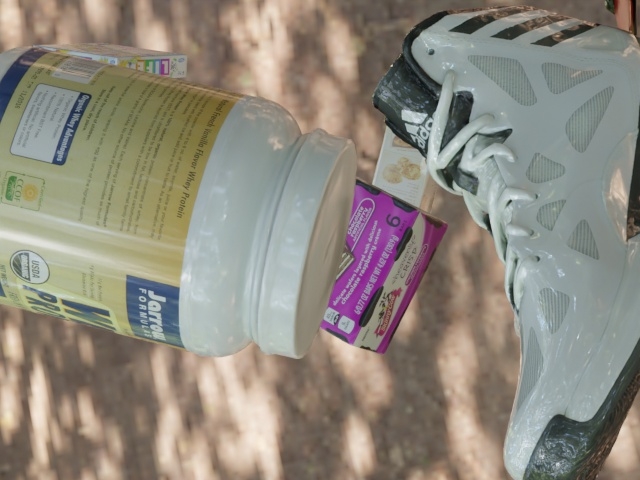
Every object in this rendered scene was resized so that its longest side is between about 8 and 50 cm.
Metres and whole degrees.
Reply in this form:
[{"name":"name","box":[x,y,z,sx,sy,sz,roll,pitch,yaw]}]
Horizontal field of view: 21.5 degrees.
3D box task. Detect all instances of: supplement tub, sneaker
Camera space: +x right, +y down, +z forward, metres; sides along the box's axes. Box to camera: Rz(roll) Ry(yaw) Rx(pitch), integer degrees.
[{"name":"supplement tub","box":[-0.144,-0.028,1.449,0.228,0.316,0.228,13,-90,-80]},{"name":"sneaker","box":[0.139,-0.012,1.265,0.169,0.257,0.447,102,-171,-48]}]

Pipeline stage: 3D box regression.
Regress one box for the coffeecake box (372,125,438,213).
[{"name":"coffeecake box","box":[0.105,-0.069,2.087,0.142,0.068,0.185,-19,-56,-79]}]

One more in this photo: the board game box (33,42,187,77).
[{"name":"board game box","box":[-0.242,-0.206,1.933,0.154,0.103,0.026,13,106,43]}]

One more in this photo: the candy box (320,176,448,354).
[{"name":"candy box","box":[0.000,0.000,1.807,0.233,0.071,0.159,28,93,35]}]

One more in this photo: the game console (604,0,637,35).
[{"name":"game console","box":[0.284,-0.228,1.434,0.085,0.124,0.144,48,170,27]}]
